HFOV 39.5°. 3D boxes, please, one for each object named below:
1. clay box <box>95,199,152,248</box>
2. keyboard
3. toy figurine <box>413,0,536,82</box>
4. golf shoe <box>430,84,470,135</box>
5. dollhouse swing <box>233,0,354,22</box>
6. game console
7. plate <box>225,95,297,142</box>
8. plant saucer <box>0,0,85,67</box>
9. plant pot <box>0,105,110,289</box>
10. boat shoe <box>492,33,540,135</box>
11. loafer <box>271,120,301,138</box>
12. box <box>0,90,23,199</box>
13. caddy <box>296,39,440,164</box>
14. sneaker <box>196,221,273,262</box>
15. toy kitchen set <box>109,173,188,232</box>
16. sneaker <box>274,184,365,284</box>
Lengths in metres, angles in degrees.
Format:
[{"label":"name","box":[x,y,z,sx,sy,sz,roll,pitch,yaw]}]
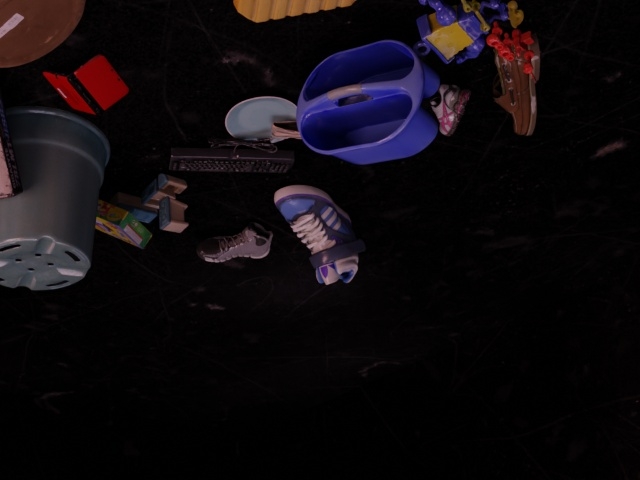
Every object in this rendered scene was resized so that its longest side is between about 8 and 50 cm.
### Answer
[{"label":"clay box","box":[-0.563,-0.058,2.349,0.222,0.053,0.127,19,160,31]},{"label":"keyboard","box":[-0.222,-0.211,2.267,0.317,0.033,0.201,-1,160,-13]},{"label":"toy figurine","box":[0.275,-0.437,1.863,0.217,0.191,0.362,-21,147,32]},{"label":"golf shoe","box":[0.312,-0.326,2.197,0.086,0.067,0.186,24,156,8]},{"label":"dollhouse swing","box":[0.038,-0.471,1.563,0.347,0.315,0.305,-16,137,-23]},{"label":"game console","box":[-0.523,-0.354,1.990,0.124,0.085,0.144,16,159,24]},{"label":"plate","box":[-0.139,-0.298,2.169,0.188,0.024,0.188,-6,150,-3]},{"label":"plant saucer","box":[-0.561,-0.422,1.691,0.278,0.041,0.278,-34,168,-9]},{"label":"plant pot","box":[-0.671,-0.082,2.115,0.341,0.334,0.341,-6,152,-3]},{"label":"boat shoe","box":[0.458,-0.366,2.117,0.104,0.110,0.307,-7,141,7]},{"label":"loafer","box":[-0.058,-0.273,2.165,0.125,0.045,0.039,-5,145,0]},{"label":"box","box":[-0.819,-0.216,1.915,0.293,0.295,0.073,-9,-169,2]},{"label":"caddy","box":[0.101,-0.304,1.965,0.341,0.241,0.179,-7,164,38]},{"label":"sneaker","box":[-0.246,-0.007,2.618,0.229,0.086,0.132,-5,148,-25]},{"label":"toy kitchen set","box":[-0.455,-0.071,2.352,0.122,0.166,0.207,16,143,-36]},{"label":"sneaker","box":[0.000,0.000,2.513,0.130,0.236,0.323,-24,147,27]}]
